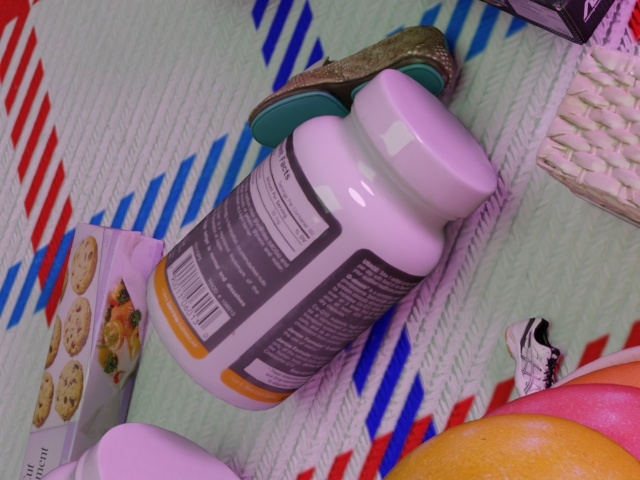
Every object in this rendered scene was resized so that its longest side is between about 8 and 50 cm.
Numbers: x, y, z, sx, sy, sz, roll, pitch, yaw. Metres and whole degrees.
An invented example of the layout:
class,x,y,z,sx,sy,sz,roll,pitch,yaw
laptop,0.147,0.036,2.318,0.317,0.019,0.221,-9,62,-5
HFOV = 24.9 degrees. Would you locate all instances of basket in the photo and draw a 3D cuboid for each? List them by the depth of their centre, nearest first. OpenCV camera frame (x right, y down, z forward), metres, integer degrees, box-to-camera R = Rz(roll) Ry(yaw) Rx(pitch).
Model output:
class,x,y,z,sx,sy,sz,roll,pitch,yaw
basket,0.253,-0.061,1.048,0.167,0.103,0.113,29,97,38

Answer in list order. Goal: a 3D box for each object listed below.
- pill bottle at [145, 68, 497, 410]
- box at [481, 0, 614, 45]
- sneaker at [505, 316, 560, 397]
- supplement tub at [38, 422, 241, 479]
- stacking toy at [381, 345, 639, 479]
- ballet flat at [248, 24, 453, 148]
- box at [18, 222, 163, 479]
class,x,y,z,sx,sy,sz,roll,pitch,yaw
pill bottle,0.000,0.000,1.188,0.278,0.162,0.162,-42,58,21
box,0.150,-0.298,1.131,0.270,0.060,0.216,33,87,35
sneaker,0.169,0.098,1.120,0.037,0.032,0.083,-27,66,30
supplement tub,-0.198,0.329,1.218,0.316,0.228,0.228,-49,56,18
stacking toy,0.122,0.208,0.845,0.351,0.480,0.350,-11,73,37
ballet flat,0.029,-0.135,1.267,0.206,0.073,0.067,-14,44,31
box,-0.224,0.146,1.382,0.067,0.063,0.324,10,86,39
